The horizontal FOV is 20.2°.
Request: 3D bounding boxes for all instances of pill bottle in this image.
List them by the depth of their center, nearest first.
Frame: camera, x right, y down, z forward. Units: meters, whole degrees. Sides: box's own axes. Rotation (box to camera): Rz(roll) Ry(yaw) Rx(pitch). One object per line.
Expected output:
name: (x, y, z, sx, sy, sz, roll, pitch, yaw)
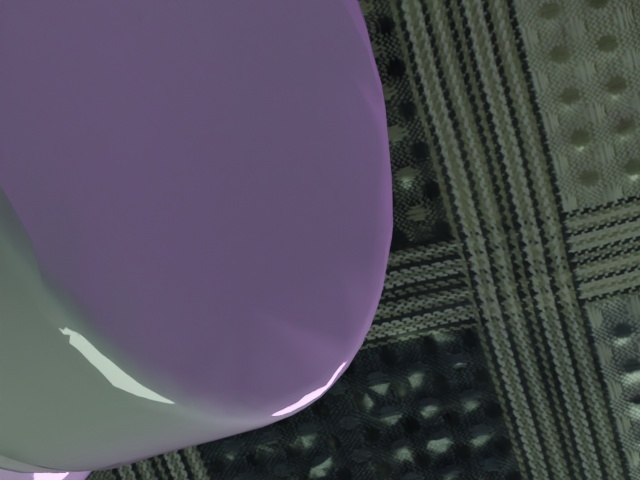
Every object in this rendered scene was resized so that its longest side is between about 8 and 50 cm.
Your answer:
pill bottle: (-0.191, 0.003, 0.527, 0.392, 0.224, 0.224, -18, 173, 31)

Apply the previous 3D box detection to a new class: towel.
towel: (0.000, 0.000, 0.711, 0.312, 0.324, 0.056, -12, -152, 11)
